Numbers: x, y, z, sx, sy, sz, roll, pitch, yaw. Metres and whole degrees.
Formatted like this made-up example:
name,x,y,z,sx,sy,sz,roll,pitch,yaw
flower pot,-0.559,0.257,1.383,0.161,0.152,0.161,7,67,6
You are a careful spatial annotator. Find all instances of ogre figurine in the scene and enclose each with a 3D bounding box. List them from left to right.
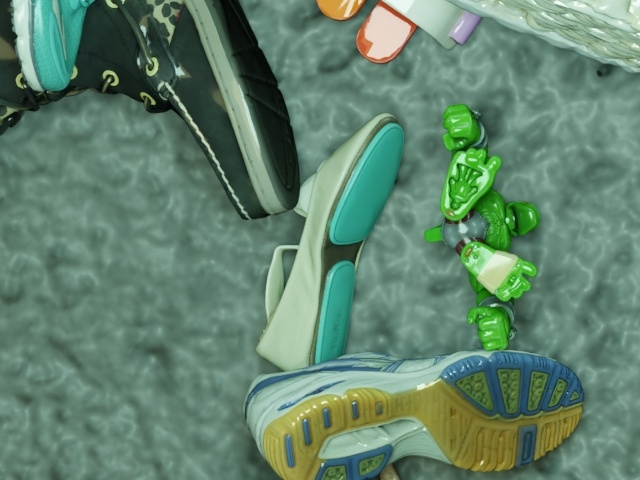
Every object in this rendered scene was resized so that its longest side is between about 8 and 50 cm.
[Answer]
name,x,y,z,sx,sy,sz,roll,pitch,yaw
ogre figurine,0.135,-0.014,1.611,0.097,0.118,0.197,-30,90,7

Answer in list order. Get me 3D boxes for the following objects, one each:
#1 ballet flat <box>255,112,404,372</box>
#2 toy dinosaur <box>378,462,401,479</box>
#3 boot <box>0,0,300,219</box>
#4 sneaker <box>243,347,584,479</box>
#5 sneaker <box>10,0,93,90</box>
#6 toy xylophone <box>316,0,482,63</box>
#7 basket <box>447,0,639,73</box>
name,x,y,z,sx,sy,sz,roll,pitch,yaw
ballet flat,0.000,0.000,1.662,0.086,0.086,0.248,18,98,8
toy dinosaur,0.028,0.297,1.656,0.200,0.127,0.296,-38,91,11
boot,-0.205,-0.144,1.652,0.284,0.138,0.377,-27,85,10
sneaker,0.078,0.130,1.622,0.296,0.131,0.112,-2,109,-22
sneaker,-0.180,-0.250,1.542,0.110,0.107,0.275,17,87,5
toy xylophone,0.038,-0.316,1.622,0.322,0.081,0.236,43,95,5
basket,0.204,-0.328,1.443,0.328,0.266,0.331,21,92,-13
